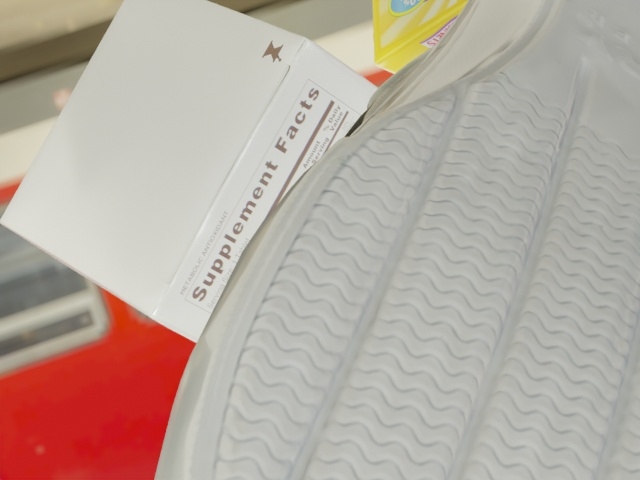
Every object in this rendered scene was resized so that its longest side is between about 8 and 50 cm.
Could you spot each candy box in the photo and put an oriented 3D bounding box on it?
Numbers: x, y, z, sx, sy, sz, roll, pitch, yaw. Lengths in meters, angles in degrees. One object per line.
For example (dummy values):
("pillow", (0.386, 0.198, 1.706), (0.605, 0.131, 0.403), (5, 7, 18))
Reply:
("candy box", (0.109, -0.202, 1.308), (0.027, 0.105, 0.206), (17, 148, -35))

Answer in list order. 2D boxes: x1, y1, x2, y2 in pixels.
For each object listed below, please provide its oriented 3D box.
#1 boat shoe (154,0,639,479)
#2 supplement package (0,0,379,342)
("boat shoe", (0.045, 0.021, 0.434), (0.119, 0.121, 0.335), (-57, 180, 38))
("supplement package", (0.000, 0.000, 0.905), (0.244, 0.139, 0.134), (32, 176, -42))
